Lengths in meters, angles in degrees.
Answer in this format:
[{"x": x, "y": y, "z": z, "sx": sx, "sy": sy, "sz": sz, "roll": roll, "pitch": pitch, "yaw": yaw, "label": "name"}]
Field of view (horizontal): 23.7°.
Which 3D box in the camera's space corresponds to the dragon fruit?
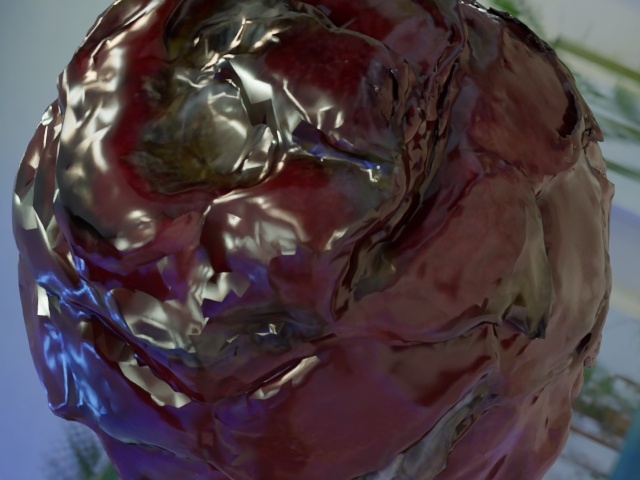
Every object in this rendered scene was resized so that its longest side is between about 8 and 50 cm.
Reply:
[{"x": -0.003, "y": 0.000, "z": 0.778, "sx": 0.329, "sy": 0.329, "sz": 0.329, "roll": 25, "pitch": -90, "yaw": -82, "label": "dragon fruit"}]
